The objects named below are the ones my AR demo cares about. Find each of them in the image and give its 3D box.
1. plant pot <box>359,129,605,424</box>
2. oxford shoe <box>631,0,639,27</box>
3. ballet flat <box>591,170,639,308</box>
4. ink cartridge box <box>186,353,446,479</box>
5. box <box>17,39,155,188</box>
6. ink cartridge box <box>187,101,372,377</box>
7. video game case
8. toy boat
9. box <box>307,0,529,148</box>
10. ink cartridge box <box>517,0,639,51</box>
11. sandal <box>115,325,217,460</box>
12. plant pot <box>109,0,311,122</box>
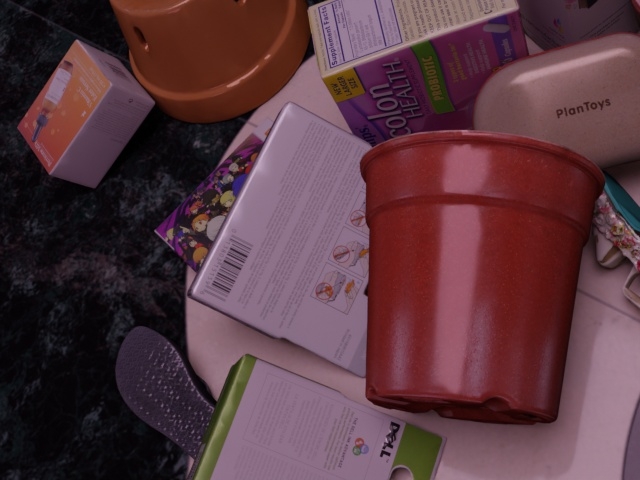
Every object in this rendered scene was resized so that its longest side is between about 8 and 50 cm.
[{"bbox_3d":[0.161,0.055,0.967,0.272,0.272,0.265,2,73,22],"label":"plant pot"},{"bbox_3d":[0.519,-0.379,1.073,0.348,0.130,0.123,-37,75,11],"label":"oxford shoe"},{"bbox_3d":[0.359,0.021,1.004,0.077,0.091,0.241,-49,50,24],"label":"ballet flat"},{"bbox_3d":[-0.011,0.268,1.020,0.255,0.097,0.189,23,71,-7],"label":"ink cartridge box"},{"bbox_3d":[-0.356,-0.189,1.347,0.170,0.091,0.130,-52,57,14],"label":"box"},{"bbox_3d":[0.000,0.000,1.123,0.239,0.060,0.275,28,78,-9],"label":"ink cartridge box"},{"bbox_3d":[-0.081,-0.030,1.217,0.232,0.042,0.210,-45,59,-5],"label":"video game case"},{"bbox_3d":[0.300,-0.154,1.077,0.231,0.151,0.151,-13,91,13],"label":"toy boat"},{"bbox_3d":[0.137,-0.227,1.132,0.243,0.213,0.117,-16,59,12],"label":"box"},{"bbox_3d":[0.286,-0.372,1.111,0.117,0.278,0.201,-38,57,-1],"label":"ink cartridge box"},{"bbox_3d":[-0.170,0.213,1.131,0.097,0.054,0.254,-47,67,2],"label":"sandal"},{"bbox_3d":[-0.181,-0.352,1.326,0.291,0.203,0.291,-9,61,16],"label":"plant pot"}]
